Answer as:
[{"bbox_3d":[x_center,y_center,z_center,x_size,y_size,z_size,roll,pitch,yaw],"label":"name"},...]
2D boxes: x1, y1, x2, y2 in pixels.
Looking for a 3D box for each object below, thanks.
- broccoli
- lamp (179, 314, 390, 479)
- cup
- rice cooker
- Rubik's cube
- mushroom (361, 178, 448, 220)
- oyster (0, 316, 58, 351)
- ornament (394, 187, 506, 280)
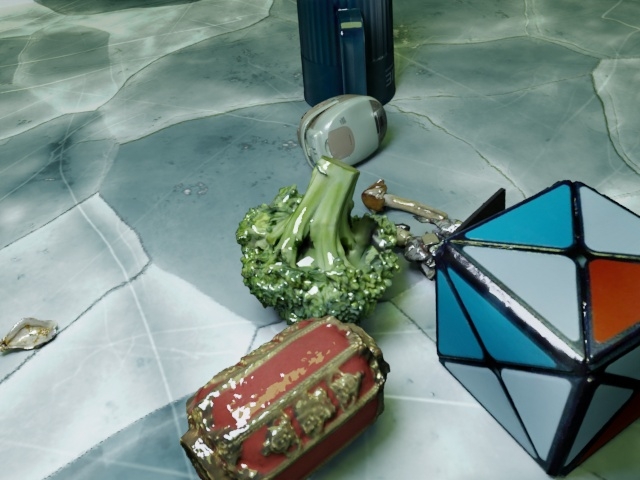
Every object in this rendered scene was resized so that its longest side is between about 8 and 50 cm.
[{"bbox_3d":[0.001,0.013,0.952,0.288,0.235,0.260,29,83,26],"label":"broccoli"},{"bbox_3d":[-0.040,0.213,0.762,0.274,0.177,0.177,-30,46,-25],"label":"lamp"},{"bbox_3d":[0.051,-0.481,1.451,0.242,0.292,0.308,15,44,23],"label":"cup"},{"bbox_3d":[0.044,-0.238,1.288,0.206,0.145,0.127,-26,32,-16],"label":"rice cooker"},{"bbox_3d":[0.317,0.107,0.778,0.250,0.248,0.246,-25,44,-19],"label":"Rubik's cube"},{"bbox_3d":[0.167,-0.068,1.143,0.187,0.061,0.060,17,41,19],"label":"mushroom"},{"bbox_3d":[-0.485,0.156,0.987,0.093,0.034,0.051,-5,56,-15],"label":"oyster"},{"bbox_3d":[0.188,-0.007,1.017,0.196,0.153,0.166,21,46,40],"label":"ornament"}]
